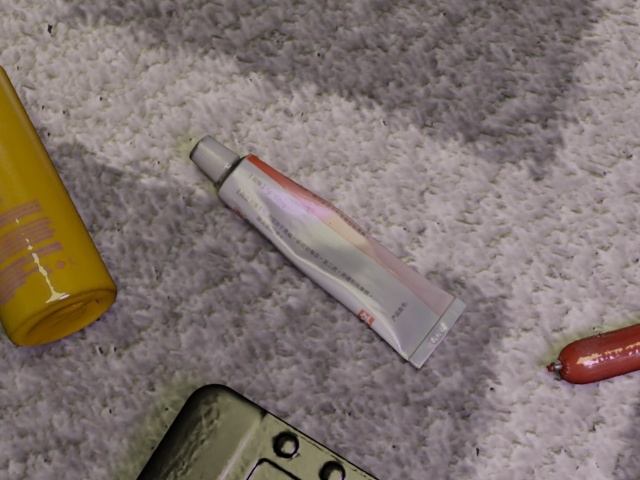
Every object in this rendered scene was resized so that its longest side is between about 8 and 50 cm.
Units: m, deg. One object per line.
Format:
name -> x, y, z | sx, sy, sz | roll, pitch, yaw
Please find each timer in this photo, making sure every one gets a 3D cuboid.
timer -> -0.032, 0.194, 0.940 | 0.187, 0.055, 0.144 | 31, 79, 11

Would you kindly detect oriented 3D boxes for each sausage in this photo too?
sausage -> 0.274, 0.055, 1.017 | 0.253, 0.034, 0.034 | -16, 73, -10

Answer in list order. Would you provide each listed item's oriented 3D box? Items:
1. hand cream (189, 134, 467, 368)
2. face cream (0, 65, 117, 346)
hand cream -> 0.001, -0.001, 1.021 | 0.216, 0.038, 0.052 | 39, 97, 3
face cream -> -0.230, -0.062, 1.001 | 0.078, 0.078, 0.273 | -26, 74, -12
